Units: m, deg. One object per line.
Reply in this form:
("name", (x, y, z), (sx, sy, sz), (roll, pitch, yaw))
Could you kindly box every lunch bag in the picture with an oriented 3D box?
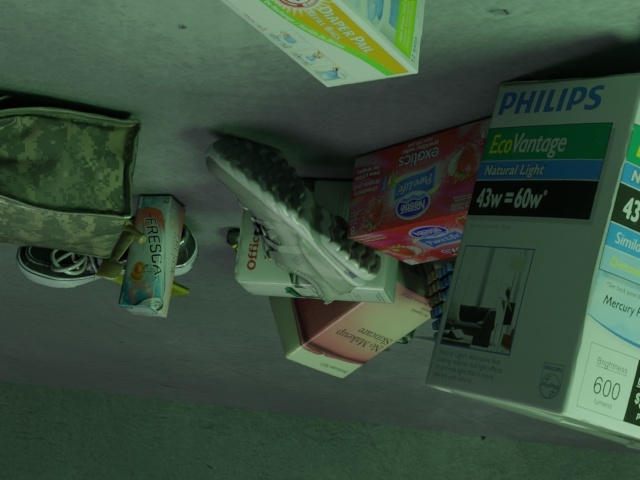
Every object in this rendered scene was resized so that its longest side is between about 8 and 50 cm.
("lunch bag", (-0.402, -0.085, 1.703), (0.286, 0.169, 0.235), (7, 164, -14))

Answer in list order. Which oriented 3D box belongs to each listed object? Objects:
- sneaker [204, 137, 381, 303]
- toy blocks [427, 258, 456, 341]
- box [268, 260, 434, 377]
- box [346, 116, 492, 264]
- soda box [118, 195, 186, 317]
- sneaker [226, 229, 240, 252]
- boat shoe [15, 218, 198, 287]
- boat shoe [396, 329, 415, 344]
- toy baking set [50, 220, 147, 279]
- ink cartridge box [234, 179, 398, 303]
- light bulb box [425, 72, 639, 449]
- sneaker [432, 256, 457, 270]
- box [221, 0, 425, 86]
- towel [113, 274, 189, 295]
("sneaker", (-0.056, -0.018, 1.695), (0.281, 0.105, 0.115), (43, 119, -5))
("toy blocks", (0.276, 0.081, 1.824), (0.260, 0.191, 0.381), (-3, 166, -14))
("box", (0.057, 0.096, 2.008), (0.232, 0.127, 0.148), (-38, 140, 26))
("box", (0.167, -0.058, 1.634), (0.128, 0.123, 0.256), (22, 157, -37))
("soda box", (-0.259, 0.024, 1.959), (0.058, 0.183, 0.063), (1, 160, 20))
("sneaker", (-0.137, 0.000, 2.103), (0.035, 0.031, 0.083), (20, 159, 6))
("boat shoe", (-0.359, 0.011, 2.084), (0.306, 0.113, 0.105), (2, 156, 7))
("boat shoe", (0.051, 0.101, 2.187), (0.335, 0.119, 0.121), (18, 159, -32))
("toy baking set", (-0.362, -0.007, 1.887), (0.256, 0.030, 0.196), (28, -150, 24))
("ink cartridge box", (0.000, 0.000, 1.823), (0.219, 0.160, 0.092), (3, 164, 14))
("light bulb box", (0.352, 0.043, 1.427), (0.357, 0.361, 0.225), (20, 171, -34))
("sneaker", (0.206, 0.061, 2.100), (0.084, 0.058, 0.152), (-15, 160, 32))
("box", (0.003, -0.236, 1.154), (0.103, 0.114, 0.203), (-5, 158, 32))
("towel", (-0.361, 0.072, 2.422), (0.102, 0.021, 0.237), (-4, 160, 33))
